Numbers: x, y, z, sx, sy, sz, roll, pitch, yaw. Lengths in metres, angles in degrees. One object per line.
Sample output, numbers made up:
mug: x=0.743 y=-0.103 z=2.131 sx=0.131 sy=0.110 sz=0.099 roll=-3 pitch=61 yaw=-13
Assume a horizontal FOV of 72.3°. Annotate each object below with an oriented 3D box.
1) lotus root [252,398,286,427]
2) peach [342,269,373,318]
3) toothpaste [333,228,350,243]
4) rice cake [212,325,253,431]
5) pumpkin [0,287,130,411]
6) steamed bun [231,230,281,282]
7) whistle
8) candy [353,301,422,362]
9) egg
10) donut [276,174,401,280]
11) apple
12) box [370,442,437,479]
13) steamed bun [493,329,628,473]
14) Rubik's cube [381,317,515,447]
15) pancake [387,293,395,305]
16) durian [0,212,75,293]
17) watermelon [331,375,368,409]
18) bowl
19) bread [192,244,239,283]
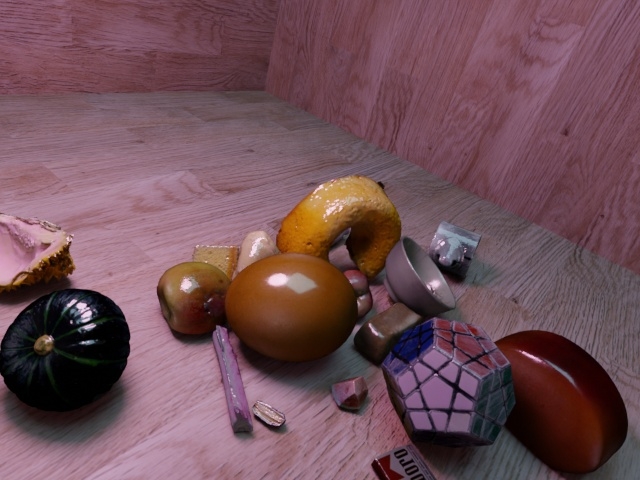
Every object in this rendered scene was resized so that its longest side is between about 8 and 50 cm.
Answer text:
lotus root: x=-0.118 y=0.400 z=1.002 sx=0.083 sy=0.030 sz=0.037 roll=25 pitch=62 yaw=19
peach: x=0.100 y=0.165 z=1.403 sx=0.152 sy=0.152 sz=0.152 roll=13 pitch=30 yaw=-8
toothpaste: x=0.000 y=0.000 z=1.700 sx=0.114 sy=0.073 sz=0.299 roll=35 pitch=43 yaw=27
rice cake: x=-0.212 y=0.317 z=1.043 sx=0.051 sy=0.081 sz=0.290 roll=-10 pitch=38 yaw=-18
pumpkin: x=-0.516 y=0.230 z=0.929 sx=0.247 sy=0.248 sz=0.248 roll=13 pitch=30 yaw=-8
steamed bun: x=-0.170 y=0.080 z=1.320 sx=0.110 sy=0.213 sz=0.231 roll=1 pitch=20 yaw=37
whistle: x=0.557 y=0.049 z=1.831 sx=0.168 sy=0.188 sz=0.404 roll=23 pitch=-3 yaw=20
candy: x=0.207 y=0.270 z=1.313 sx=0.104 sy=0.102 sz=0.234 roll=36 pitch=32 yaw=29
egg: x=-0.073 y=0.172 z=1.151 sx=0.351 sy=0.283 sz=0.283 roll=9 pitch=31 yaw=-9
donut: x=0.085 y=-0.020 z=1.477 sx=0.434 sy=0.378 sz=0.163 roll=-5 pitch=36 yaw=-24
apple: x=-0.332 y=0.148 z=1.186 sx=0.188 sy=0.174 sz=0.207 roll=-10 pitch=55 yaw=-34
box: x=0.202 y=0.534 z=0.936 sx=0.115 sy=0.036 sz=0.177 roll=-4 pitch=36 yaw=-32
steamed bun: x=0.611 y=0.394 z=1.166 sx=0.235 sy=0.248 sz=0.379 roll=-8 pitch=37 yaw=-37
Rubik's cube: x=0.307 y=0.348 z=1.070 sx=0.264 sy=0.319 sz=0.319 roll=44 pitch=31 yaw=-6
pancake: x=0.288 y=0.214 z=1.536 sx=0.114 sy=0.011 sz=0.115 roll=13 pitch=30 yaw=-8
durian: x=-0.796 y=0.052 z=1.128 sx=0.305 sy=0.186 sz=0.196 roll=19 pitch=49 yaw=11
watermelon: x=0.074 y=0.374 z=1.106 sx=0.092 sy=0.072 sz=0.084 roll=20 pitch=12 yaw=15
bowl: x=0.306 y=0.141 z=1.465 sx=0.289 sy=0.146 sz=0.289 roll=42 pitch=25 yaw=-24
bread: x=-0.318 y=0.072 z=1.335 sx=0.147 sy=0.152 sz=0.127 roll=7 pitch=21 yaw=-18
